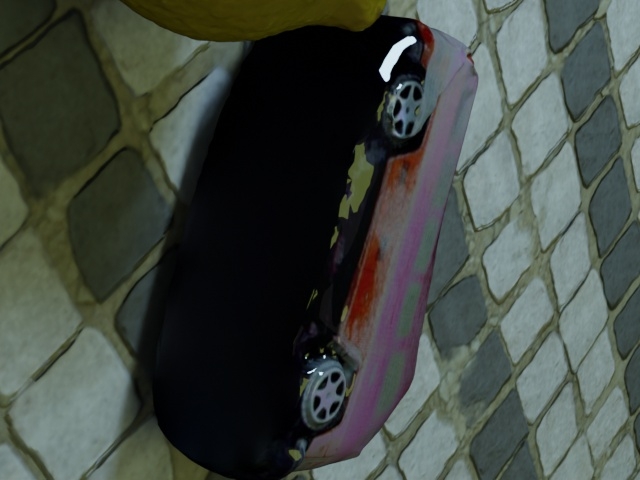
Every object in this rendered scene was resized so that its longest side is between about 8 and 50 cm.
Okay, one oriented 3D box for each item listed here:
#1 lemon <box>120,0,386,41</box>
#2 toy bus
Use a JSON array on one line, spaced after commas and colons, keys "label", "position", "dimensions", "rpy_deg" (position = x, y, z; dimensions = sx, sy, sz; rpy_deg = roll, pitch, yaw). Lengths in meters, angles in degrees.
[{"label": "lemon", "position": [-0.052, -0.200, 0.613], "dimensions": [0.244, 0.187, 0.187], "rpy_deg": [50, 59, -12]}, {"label": "toy bus", "position": [0.000, 0.000, 0.791], "dimensions": [0.147, 0.127, 0.303], "rpy_deg": [9, 96, -55]}]
